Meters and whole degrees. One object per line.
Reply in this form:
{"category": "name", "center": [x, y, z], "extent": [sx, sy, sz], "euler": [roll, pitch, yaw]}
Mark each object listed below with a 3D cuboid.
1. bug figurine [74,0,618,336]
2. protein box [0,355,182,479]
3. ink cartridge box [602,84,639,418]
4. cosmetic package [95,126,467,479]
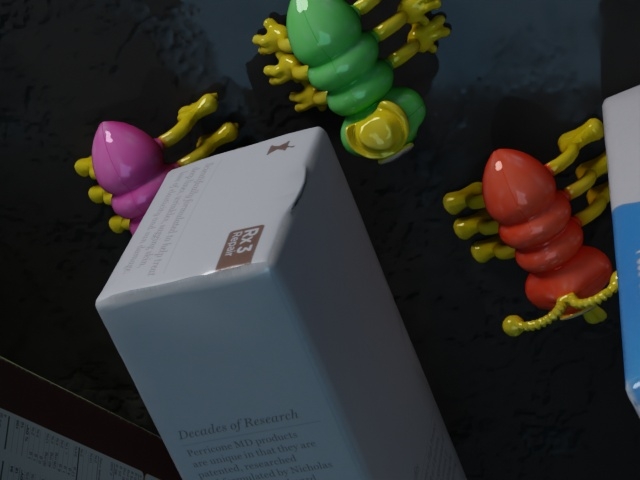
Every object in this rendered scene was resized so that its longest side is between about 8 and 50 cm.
{"category": "bug figurine", "center": [0.000, 0.000, 0.717], "extent": [0.279, 0.072, 0.216], "euler": [-30, 105, 20]}
{"category": "protein box", "center": [-0.192, 0.149, 0.699], "extent": [0.200, 0.136, 0.201], "euler": [-7, 155, 24]}
{"category": "ink cartridge box", "center": [0.319, -0.014, 0.538], "extent": [0.395, 0.285, 0.166], "euler": [-22, 109, 18]}
{"category": "cosmetic package", "center": [-0.004, 0.081, 0.653], "extent": [0.085, 0.117, 0.231], "euler": [-14, 116, 20]}
